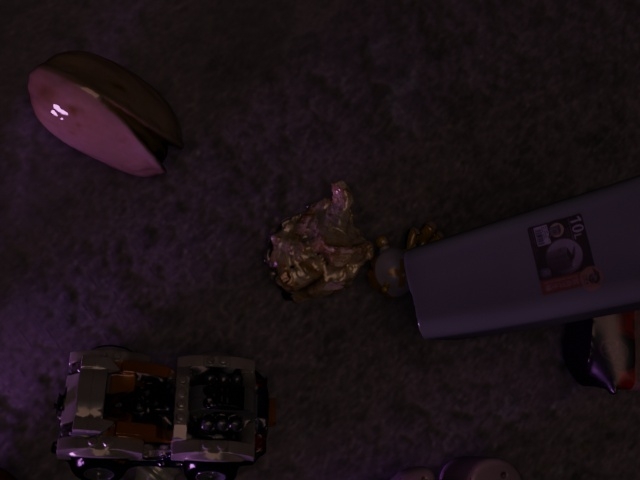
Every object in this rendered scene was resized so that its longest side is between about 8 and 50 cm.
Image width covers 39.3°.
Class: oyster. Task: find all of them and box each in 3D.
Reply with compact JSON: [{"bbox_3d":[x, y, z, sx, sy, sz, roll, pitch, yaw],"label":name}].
[{"bbox_3d":[0.000,0.000,1.350,0.163,0.081,0.191,8,81,-4],"label":"oyster"}]

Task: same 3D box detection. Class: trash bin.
[{"bbox_3d":[0.315,0.045,1.250,0.344,0.223,0.158,-17,77,22],"label":"trash bin"}]

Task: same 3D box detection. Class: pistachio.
[{"bbox_3d":[-0.304,-0.182,1.286,0.238,0.153,0.137,33,91,-32],"label":"pistachio"}]

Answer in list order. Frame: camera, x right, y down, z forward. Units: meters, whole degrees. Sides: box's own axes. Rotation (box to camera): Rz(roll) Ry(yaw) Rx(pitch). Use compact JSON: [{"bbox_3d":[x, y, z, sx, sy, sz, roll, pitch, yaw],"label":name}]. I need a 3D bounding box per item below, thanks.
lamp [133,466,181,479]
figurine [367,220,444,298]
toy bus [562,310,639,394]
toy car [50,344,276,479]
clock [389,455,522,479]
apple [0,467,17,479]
[{"bbox_3d":[-0.276,0.381,1.265,0.106,0.106,0.193,42,72,-4],"label":"lamp"},{"bbox_3d":[0.135,0.033,1.377,0.143,0.068,0.101,-17,96,-27],"label":"figurine"},{"bbox_3d":[0.463,0.086,1.393,0.147,0.127,0.302,6,83,-14],"label":"toy bus"},{"bbox_3d":[-0.213,0.233,1.248,0.301,0.118,0.193,3,52,-6],"label":"toy car"},{"bbox_3d":[0.160,0.472,1.277,0.322,0.113,0.295,-5,82,-25],"label":"clock"},{"bbox_3d":[-0.477,0.370,1.196,0.147,0.163,0.146,-23,51,6],"label":"apple"}]
